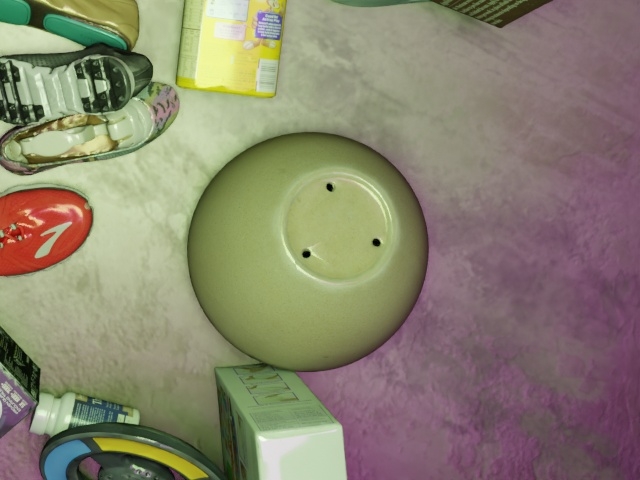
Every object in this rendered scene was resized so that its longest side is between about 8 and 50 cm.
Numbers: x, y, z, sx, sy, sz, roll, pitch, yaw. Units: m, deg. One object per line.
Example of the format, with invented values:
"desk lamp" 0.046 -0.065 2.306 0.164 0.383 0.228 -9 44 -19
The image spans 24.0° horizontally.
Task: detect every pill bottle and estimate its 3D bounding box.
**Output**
"pill bottle" -0.278 0.216 1.776 0.120 0.067 0.067 16 94 -12

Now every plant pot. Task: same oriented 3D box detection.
"plant pot" 0.000 0.000 1.698 0.284 0.191 0.284 2 81 -10

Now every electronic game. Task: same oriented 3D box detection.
"electronic game" -0.212 0.280 1.741 0.229 0.229 0.048 22 50 -12

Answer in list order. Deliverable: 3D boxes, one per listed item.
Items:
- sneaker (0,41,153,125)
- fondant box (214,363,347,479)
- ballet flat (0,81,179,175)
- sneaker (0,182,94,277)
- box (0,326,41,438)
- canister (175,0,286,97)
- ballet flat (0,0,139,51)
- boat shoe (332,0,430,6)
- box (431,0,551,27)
"sneaker" -0.286 -0.178 1.696 0.234 0.106 0.078 0 108 28
"fondant box" -0.043 0.285 1.693 0.096 0.330 0.238 -7 99 -12
"ballet flat" -0.264 -0.123 1.727 0.222 0.079 0.076 -17 102 -8
"sneaker" -0.390 0.007 1.702 0.279 0.118 0.107 -13 100 -8
"box" -0.390 0.136 1.687 0.077 0.180 0.147 -41 103 -3
"canister" -0.101 -0.255 1.743 0.126 0.073 0.169 6 98 -11
"ballet flat" -0.317 -0.274 1.712 0.232 0.080 0.073 18 66 -14
"boat shoe" 0.098 -0.323 1.779 0.183 0.065 0.083 -5 90 -12
"box" 0.078 -0.373 1.648 0.381 0.191 0.143 18 84 -11
